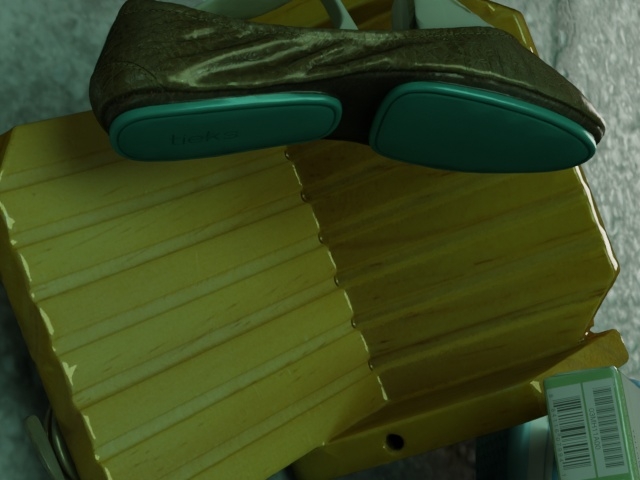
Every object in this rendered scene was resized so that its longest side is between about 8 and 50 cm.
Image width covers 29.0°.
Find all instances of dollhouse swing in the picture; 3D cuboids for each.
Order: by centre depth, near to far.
[{"bbox_3d":[0.000,0.000,0.871,0.305,0.315,0.347,-21,90,-65],"label":"dollhouse swing"}]

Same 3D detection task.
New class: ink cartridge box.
[{"bbox_3d":[0.218,0.192,0.867,0.235,0.056,0.171,31,49,-61],"label":"ink cartridge box"}]

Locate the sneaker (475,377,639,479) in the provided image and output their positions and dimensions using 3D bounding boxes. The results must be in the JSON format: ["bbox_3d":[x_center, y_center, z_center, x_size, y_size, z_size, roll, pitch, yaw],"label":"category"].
[{"bbox_3d":[0.236,0.256,1.034,0.208,0.127,0.319,8,78,-13],"label":"sneaker"}]

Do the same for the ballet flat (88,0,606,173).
[{"bbox_3d":[0.022,-0.115,0.813,0.342,0.116,0.124,0,67,-11],"label":"ballet flat"}]

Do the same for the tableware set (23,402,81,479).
[{"bbox_3d":[-0.140,0.182,0.864,0.128,0.039,0.194,-32,103,-54],"label":"tableware set"}]
